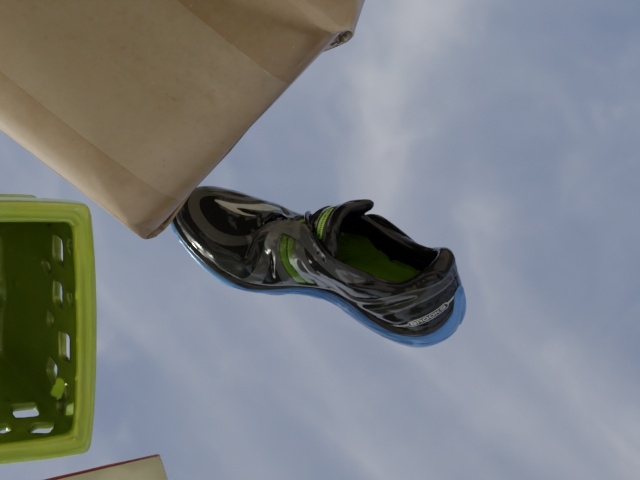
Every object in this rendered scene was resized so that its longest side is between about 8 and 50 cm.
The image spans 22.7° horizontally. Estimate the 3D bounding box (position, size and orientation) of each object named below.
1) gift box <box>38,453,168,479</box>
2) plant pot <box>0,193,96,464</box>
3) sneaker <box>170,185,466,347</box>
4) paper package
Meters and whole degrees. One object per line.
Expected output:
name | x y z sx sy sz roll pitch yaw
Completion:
gift box | -0.192 0.308 1.020 0.255 0.276 0.258 -13 -112 -20
plant pot | -0.331 0.065 1.410 0.227 0.228 0.207 -2 -170 -21
sneaker | 0.000 0.000 0.943 0.188 0.078 0.067 19 -133 19
paper package | -0.133 -0.213 0.850 0.325 0.168 0.309 38 -149 -13
